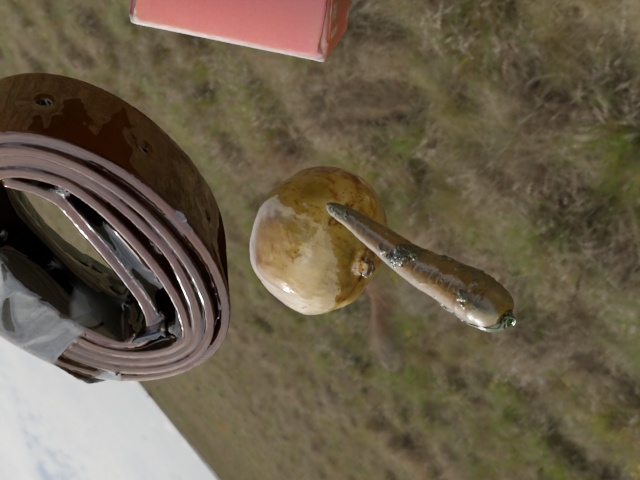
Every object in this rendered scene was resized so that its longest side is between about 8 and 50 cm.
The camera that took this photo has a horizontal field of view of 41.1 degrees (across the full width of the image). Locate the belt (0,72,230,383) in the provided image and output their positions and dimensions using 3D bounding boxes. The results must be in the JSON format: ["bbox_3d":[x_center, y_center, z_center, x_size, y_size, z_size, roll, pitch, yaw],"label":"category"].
[{"bbox_3d":[-0.179,0.000,0.664,0.105,0.184,0.261,-102,-15,-50],"label":"belt"}]

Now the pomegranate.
[{"bbox_3d":[0.000,0.000,1.407,0.248,0.248,0.248,47,166,16],"label":"pomegranate"}]

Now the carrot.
[{"bbox_3d":[0.085,0.016,0.814,0.254,0.049,0.049,34,158,42],"label":"carrot"}]

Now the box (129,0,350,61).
[{"bbox_3d":[-0.043,-0.169,0.589,0.123,0.050,0.229,11,-161,2],"label":"box"}]
